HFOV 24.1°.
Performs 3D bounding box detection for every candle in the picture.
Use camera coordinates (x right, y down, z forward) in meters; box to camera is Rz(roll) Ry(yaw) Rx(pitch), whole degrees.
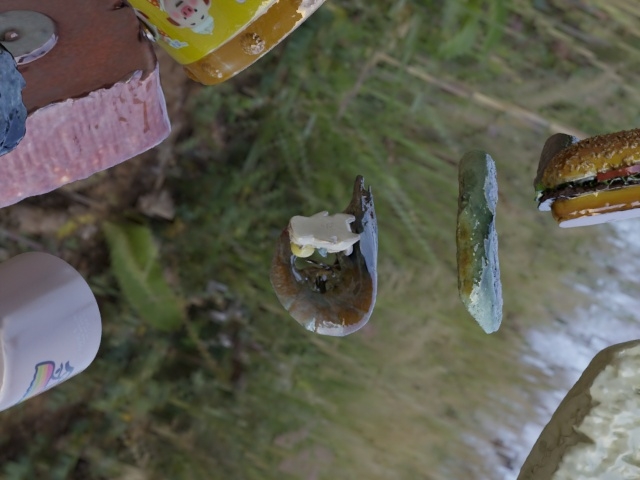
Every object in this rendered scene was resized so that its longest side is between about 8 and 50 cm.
[{"bbox_3d":[-0.263,-0.140,1.348,0.131,0.287,0.317,79,26,-43],"label":"candle"}]

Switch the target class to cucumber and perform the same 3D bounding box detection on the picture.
[{"bbox_3d":[0.381,-0.113,2.381,0.074,0.074,0.241,-61,178,24],"label":"cucumber"}]

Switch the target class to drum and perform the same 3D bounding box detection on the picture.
[{"bbox_3d":[-0.070,-0.389,1.687,0.431,0.214,0.431,-42,-162,17],"label":"drum"}]

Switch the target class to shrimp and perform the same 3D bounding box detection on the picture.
[{"bbox_3d":[0.013,0.011,1.942,0.052,0.143,0.251,122,-17,-50],"label":"shrimp"}]

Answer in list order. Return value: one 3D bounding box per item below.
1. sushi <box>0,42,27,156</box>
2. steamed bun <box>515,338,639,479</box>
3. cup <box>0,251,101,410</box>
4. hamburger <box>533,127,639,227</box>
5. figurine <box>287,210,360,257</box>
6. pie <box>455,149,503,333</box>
[{"bbox_3d":[-0.319,-0.147,1.113,0.124,0.225,0.127,-19,-173,22],"label":"sushi"},{"bbox_3d":[0.298,0.198,1.147,0.272,0.290,0.273,-63,-176,5],"label":"steamed bun"},{"bbox_3d":[-0.454,0.155,2.076,0.253,0.191,0.200,-52,169,30],"label":"cup"},{"bbox_3d":[0.306,-0.067,1.574,0.137,0.165,0.087,75,6,-83],"label":"hamburger"},{"bbox_3d":[0.000,0.000,1.641,0.047,0.083,0.051,-102,-159,-43],"label":"figurine"},{"bbox_3d":[0.193,0.004,1.827,0.240,0.054,0.241,-2,90,-83],"label":"pie"}]
